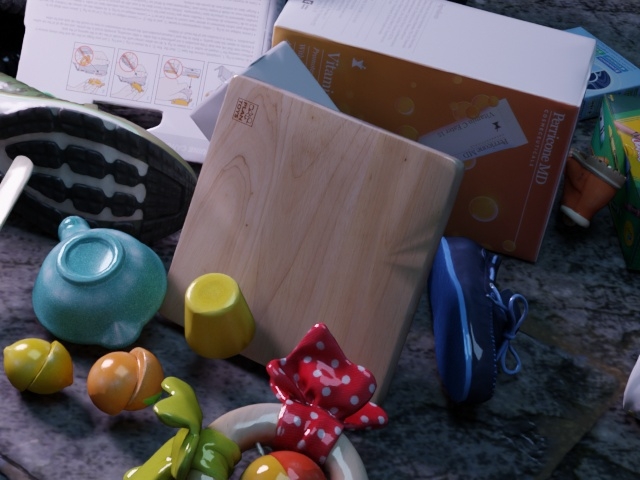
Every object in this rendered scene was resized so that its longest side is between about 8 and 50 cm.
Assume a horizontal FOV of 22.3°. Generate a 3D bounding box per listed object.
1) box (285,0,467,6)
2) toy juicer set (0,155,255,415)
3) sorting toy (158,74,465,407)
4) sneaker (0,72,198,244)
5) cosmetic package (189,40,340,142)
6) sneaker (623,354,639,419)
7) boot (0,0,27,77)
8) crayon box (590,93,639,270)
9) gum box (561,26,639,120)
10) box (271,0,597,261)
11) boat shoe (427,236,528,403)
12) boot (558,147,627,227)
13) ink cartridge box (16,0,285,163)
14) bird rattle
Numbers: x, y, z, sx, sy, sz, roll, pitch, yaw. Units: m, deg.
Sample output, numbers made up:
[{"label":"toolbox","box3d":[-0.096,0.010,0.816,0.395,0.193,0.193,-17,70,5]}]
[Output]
[{"label":"box","box3d":[-0.015,-0.376,2.071,0.396,0.293,0.212,-11,40,-27]},{"label":"toy juicer set","box3d":[-0.243,0.065,1.578,0.329,0.089,0.209,29,59,26]},{"label":"sorting toy","box3d":[0.000,0.000,1.595,0.255,0.257,0.089,24,12,24]},{"label":"sneaker","box3d":[-0.311,-0.125,1.766,0.410,0.158,0.182,19,30,7]},{"label":"cosmetic package","box3d":[-0.020,-0.085,1.734,0.231,0.085,0.117,52,45,-2]},{"label":"sneaker","box3d":[0.424,0.083,1.628,0.169,0.108,0.292,30,68,30]},{"label":"boot","box3d":[-0.522,-0.291,1.953,0.348,0.131,0.260,-11,40,-29]},{"label":"crayon box","box3d":[0.432,-0.066,1.938,0.165,0.081,0.278,6,35,-7]},{"label":"gum box","box3d":[0.326,-0.220,2.163,0.184,0.041,0.157,-15,43,-31]},{"label":"box","box3d":[0.116,-0.146,1.850,0.345,0.215,0.168,15,35,7]},{"label":"boat shoe","box3d":[0.167,0.070,1.655,0.089,0.109,0.258,10,37,-7]},{"label":"boot","box3d":[0.305,-0.059,1.914,0.059,0.084,0.158,31,6,-6]},{"label":"ink cartridge box","box3d":[-0.198,-0.230,1.861,0.296,0.261,0.066,10,3,16]},{"label":"bird rattle","box3d":[-0.042,0.201,1.427,0.254,0.143,0.207,-8,58,-33]}]
